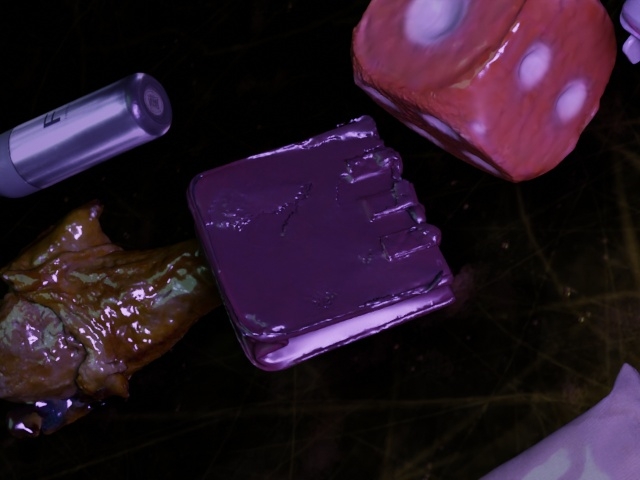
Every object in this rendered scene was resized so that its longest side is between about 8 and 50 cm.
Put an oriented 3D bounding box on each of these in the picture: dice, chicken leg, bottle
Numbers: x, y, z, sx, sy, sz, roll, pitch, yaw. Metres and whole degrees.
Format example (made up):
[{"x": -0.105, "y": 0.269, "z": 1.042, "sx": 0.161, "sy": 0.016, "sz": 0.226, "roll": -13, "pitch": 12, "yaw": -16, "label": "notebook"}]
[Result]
[{"x": 0.150, "y": -0.164, "z": 1.372, "sx": 0.174, "sy": 0.179, "sz": 0.175, "roll": 31, "pitch": 84, "yaw": 43, "label": "dice"}, {"x": -0.195, "y": 0.042, "z": 1.569, "sx": 0.361, "sy": 0.140, "sz": 0.211, "roll": -33, "pitch": 74, "yaw": 9, "label": "chicken leg"}, {"x": -0.283, "y": -0.119, "z": 1.747, "sx": 0.253, "sy": 0.079, "sz": 0.096, "roll": -21, "pitch": 20, "yaw": 28, "label": "bottle"}]

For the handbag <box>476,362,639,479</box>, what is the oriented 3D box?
[{"x": 0.174, "y": 0.280, "z": 1.181, "sx": 0.316, "sy": 0.109, "sz": 0.253, "roll": -35, "pitch": 56, "yaw": 10, "label": "handbag"}]

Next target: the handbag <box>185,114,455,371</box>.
[{"x": 0.000, "y": 0.002, "z": 1.419, "sx": 0.216, "sy": 0.074, "sz": 0.203, "roll": -20, "pitch": 59, "yaw": -11, "label": "handbag"}]

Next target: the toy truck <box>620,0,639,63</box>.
[{"x": 0.392, "y": -0.117, "z": 1.166, "sx": 0.176, "sy": 0.178, "sz": 0.363, "roll": -49, "pitch": 46, "yaw": 8, "label": "toy truck"}]
